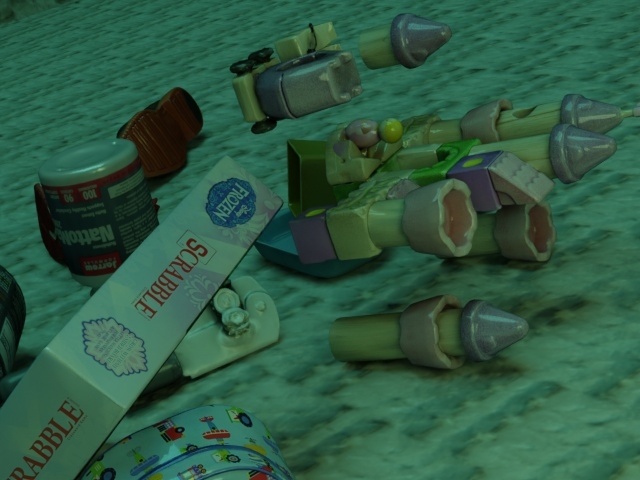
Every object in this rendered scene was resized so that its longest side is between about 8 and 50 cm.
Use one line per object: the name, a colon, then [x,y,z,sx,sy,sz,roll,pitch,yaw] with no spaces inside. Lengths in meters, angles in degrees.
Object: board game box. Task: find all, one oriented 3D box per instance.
board game box: [-0.179,0.121,0.994,0.318,0.066,0.318,-51,2,30]

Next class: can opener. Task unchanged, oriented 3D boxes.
can opener: [-0.165,0.114,1.285,0.280,0.074,0.093,-22,-12,-25]

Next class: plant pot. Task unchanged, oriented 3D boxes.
plant pot: [0.011,-0.066,1.496,0.083,0.081,0.081,-4,19,-12]

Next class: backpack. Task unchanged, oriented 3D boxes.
backpack: [-0.067,0.198,0.838,0.158,0.173,0.117,-21,22,-19]

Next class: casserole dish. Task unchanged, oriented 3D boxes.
casserole dish: [0.000,0.000,1.488,0.114,0.037,0.188,-26,25,-28]

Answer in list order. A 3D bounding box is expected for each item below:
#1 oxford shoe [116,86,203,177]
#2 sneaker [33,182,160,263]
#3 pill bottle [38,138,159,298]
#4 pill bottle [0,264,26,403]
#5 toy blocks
oxford shoe: [-0.251,-0.137,1.950,0.098,0.097,0.271,-28,11,22]
sneaker: [-0.271,-0.021,1.681,0.128,0.087,0.221,-14,32,-23]
pill bottle: [-0.226,-0.009,1.453,0.108,0.180,0.108,-13,21,5]
pill bottle: [-0.362,0.111,1.306,0.131,0.130,0.245,-14,21,0]
toy blocks: [0.135,-0.074,1.207,0.260,0.308,0.288,-7,22,35]
